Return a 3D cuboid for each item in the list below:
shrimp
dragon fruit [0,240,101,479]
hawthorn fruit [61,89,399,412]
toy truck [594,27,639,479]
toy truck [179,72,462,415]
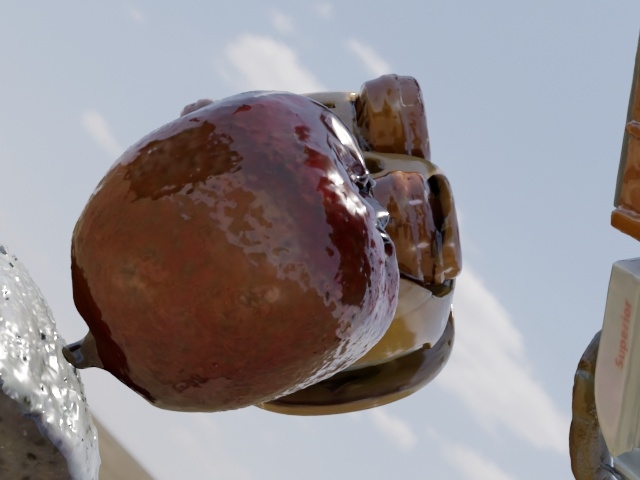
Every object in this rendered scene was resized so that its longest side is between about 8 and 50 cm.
[{"bbox_3d":[0.204,0.118,1.165,0.034,0.124,0.178,1,-17,43],"label":"shrimp"},{"bbox_3d":[-0.264,0.130,1.263,0.204,0.283,0.221,59,15,-32],"label":"dragon fruit"},{"bbox_3d":[-0.055,0.014,1.029,0.169,0.188,0.169,-24,90,-87],"label":"hawthorn fruit"},{"bbox_3d":[0.245,-0.038,0.948,0.207,0.173,0.387,28,-63,49],"label":"toy truck"},{"bbox_3d":[0.000,0.000,1.505,0.288,0.204,0.212,-99,180,-48],"label":"toy truck"}]
